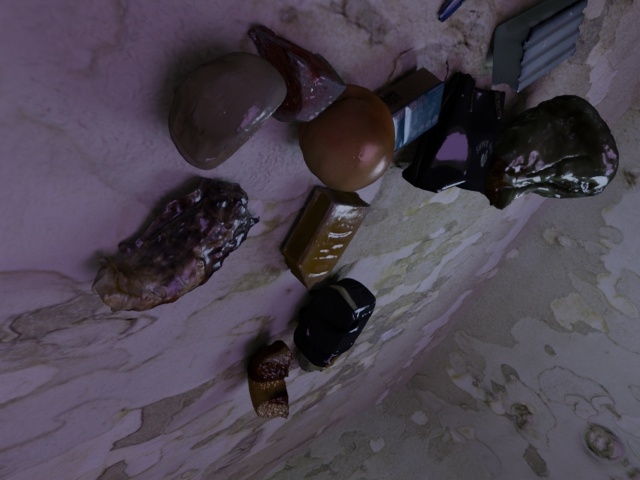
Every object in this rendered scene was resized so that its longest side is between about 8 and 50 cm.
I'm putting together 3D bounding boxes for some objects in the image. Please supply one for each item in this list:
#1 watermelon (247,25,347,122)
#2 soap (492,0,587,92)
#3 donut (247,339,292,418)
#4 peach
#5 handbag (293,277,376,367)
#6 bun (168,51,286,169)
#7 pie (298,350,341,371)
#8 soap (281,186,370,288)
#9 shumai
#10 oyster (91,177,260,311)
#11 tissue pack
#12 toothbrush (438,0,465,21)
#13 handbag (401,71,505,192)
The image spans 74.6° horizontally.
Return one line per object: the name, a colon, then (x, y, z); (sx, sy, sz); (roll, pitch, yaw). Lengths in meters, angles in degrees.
watermelon: (-0.024, -0.266, 0.650); (0.121, 0.098, 0.158); (-36, 145, -16)
soap: (0.541, -0.497, 1.044); (0.261, 0.094, 0.150); (-34, 138, -21)
donut: (-0.163, 0.401, 1.268); (0.112, 0.151, 0.295); (-10, 124, -26)
peach: (0.050, -0.186, 0.758); (0.184, 0.184, 0.184); (-31, 148, -23)
handbag: (0.033, 0.237, 1.259); (0.181, 0.181, 0.255); (-10, 135, -55)
bun: (-0.138, -0.186, 0.581); (0.173, 0.113, 0.166); (-47, -167, -17)
pie: (0.034, 0.360, 1.517); (0.306, 0.071, 0.307); (-34, 148, -25)
soap: (0.000, 0.000, 1.018); (0.160, 0.080, 0.258); (-2, 129, -50)
shumai: (0.649, -0.240, 1.303); (0.323, 0.325, 0.397); (-22, -173, -4)
oyster: (-0.223, 0.012, 0.743); (0.275, 0.100, 0.271); (21, 96, -53)
tissue pack: (0.174, -0.272, 0.895); (0.169, 0.082, 0.120); (-36, 150, -17)
toothbrush: (0.361, -0.591, 0.780); (0.035, 0.042, 0.414); (22, 111, -48)
handbag: (0.381, -0.271, 1.107); (0.342, 0.152, 0.288); (-9, 118, -47)
